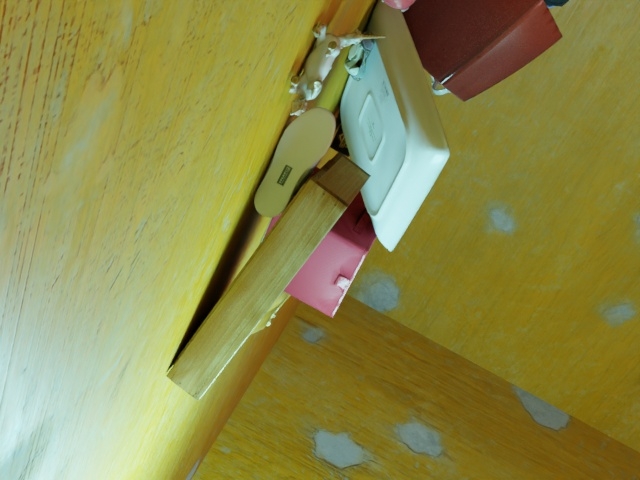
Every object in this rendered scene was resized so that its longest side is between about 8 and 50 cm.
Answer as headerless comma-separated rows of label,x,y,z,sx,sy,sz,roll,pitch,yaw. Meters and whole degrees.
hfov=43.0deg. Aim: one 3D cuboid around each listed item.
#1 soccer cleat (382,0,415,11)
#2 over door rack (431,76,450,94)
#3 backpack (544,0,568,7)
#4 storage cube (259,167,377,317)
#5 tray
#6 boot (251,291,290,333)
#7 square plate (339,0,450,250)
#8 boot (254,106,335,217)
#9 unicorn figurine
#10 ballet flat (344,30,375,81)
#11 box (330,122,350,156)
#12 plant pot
soccer cleat,0.172,-0.480,1.307,0.248,0.083,0.095,-58,171,-17
over door rack,0.337,-0.552,1.990,0.324,0.108,0.239,-59,140,-27
backpack,0.466,-0.652,1.809,0.276,0.263,0.213,117,-4,-46
storage cube,0.000,0.000,1.610,0.215,0.193,0.183,-63,176,36
tray,-0.083,0.054,1.303,0.411,0.076,0.203,-52,-179,22
boot,-0.089,0.080,1.855,0.211,0.104,0.295,-58,174,32
square plate,0.109,-0.204,1.442,0.344,0.049,0.347,112,-33,-61
boot,-0.037,-0.126,1.215,0.190,0.069,0.086,-53,-175,23
unicorn figurine,0.006,-0.235,1.055,0.162,0.060,0.111,-46,179,7
ballet flat,0.060,-0.311,1.387,0.041,0.041,0.114,-59,176,-32
box,0.100,-0.307,1.732,0.220,0.051,0.175,-63,180,31
plant pot,0.290,-0.435,1.630,0.235,0.267,0.267,-48,161,16
